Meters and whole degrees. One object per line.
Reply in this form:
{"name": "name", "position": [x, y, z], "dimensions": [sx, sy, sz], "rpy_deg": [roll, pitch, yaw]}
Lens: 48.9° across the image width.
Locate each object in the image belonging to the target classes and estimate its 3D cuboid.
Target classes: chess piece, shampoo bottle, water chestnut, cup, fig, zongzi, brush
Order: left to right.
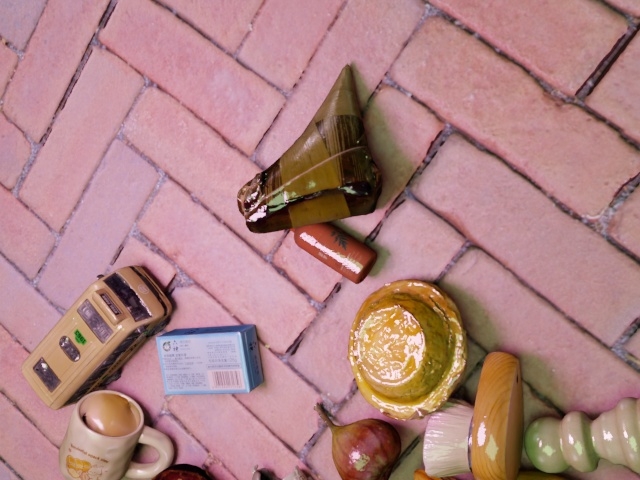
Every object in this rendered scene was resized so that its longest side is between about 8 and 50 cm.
{"name": "cup", "position": [-0.506, 0.500, 1.751], "dimensions": [0.202, 0.255, 0.173], "rpy_deg": [-65, 35, 27]}
{"name": "water chestnut", "position": [-0.331, 0.654, 1.654], "dimensions": [0.224, 0.238, 0.223], "rpy_deg": [0, 127, 0]}
{"name": "zongzi", "position": [-0.043, -0.186, 1.441], "dimensions": [0.290, 0.154, 0.317], "rpy_deg": [-11, 81, -5]}
{"name": "shampoo bottle", "position": [0.001, 0.000, 1.502], "dimensions": [0.244, 0.085, 0.085], "rpy_deg": [31, 108, 14]}
{"name": "fig", "position": [0.083, 0.438, 1.532], "dimensions": [0.143, 0.231, 0.160], "rpy_deg": [8, 106, -24]}
{"name": "brush", "position": [0.309, 0.350, 1.401], "dimensions": [0.166, 0.174, 0.266], "rpy_deg": [4, 82, 29]}
{"name": "chess piece", "position": [0.515, 0.378, 1.342], "dimensions": [0.251, 0.144, 0.144], "rpy_deg": [-16, 92, 29]}

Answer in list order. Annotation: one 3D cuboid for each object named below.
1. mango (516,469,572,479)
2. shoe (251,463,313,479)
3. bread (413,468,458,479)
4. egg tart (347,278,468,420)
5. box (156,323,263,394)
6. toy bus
{"name": "mango", "position": [0.457, 0.542, 1.396], "dimensions": [0.262, 0.109, 0.157], "rpy_deg": [14, 90, 18]}
{"name": "shoe", "position": [-0.041, 0.592, 1.593], "dimensions": [0.316, 0.124, 0.159], "rpy_deg": [7, 94, 20]}
{"name": "bread", "position": [0.270, 0.542, 1.439], "dimensions": [0.200, 0.077, 0.115], "rpy_deg": [5, 95, 57]}
{"name": "egg tart", "position": [0.160, 0.217, 1.418], "dimensions": [0.288, 0.118, 0.288], "rpy_deg": [-5, 80, 31]}
{"name": "box", "position": [-0.259, 0.279, 1.648], "dimensions": [0.232, 0.083, 0.142], "rpy_deg": [-6, 96, 23]}
{"name": "toy bus", "position": [-0.534, 0.234, 1.684], "dimensions": [0.177, 0.202, 0.365], "rpy_deg": [48, 111, 10]}
